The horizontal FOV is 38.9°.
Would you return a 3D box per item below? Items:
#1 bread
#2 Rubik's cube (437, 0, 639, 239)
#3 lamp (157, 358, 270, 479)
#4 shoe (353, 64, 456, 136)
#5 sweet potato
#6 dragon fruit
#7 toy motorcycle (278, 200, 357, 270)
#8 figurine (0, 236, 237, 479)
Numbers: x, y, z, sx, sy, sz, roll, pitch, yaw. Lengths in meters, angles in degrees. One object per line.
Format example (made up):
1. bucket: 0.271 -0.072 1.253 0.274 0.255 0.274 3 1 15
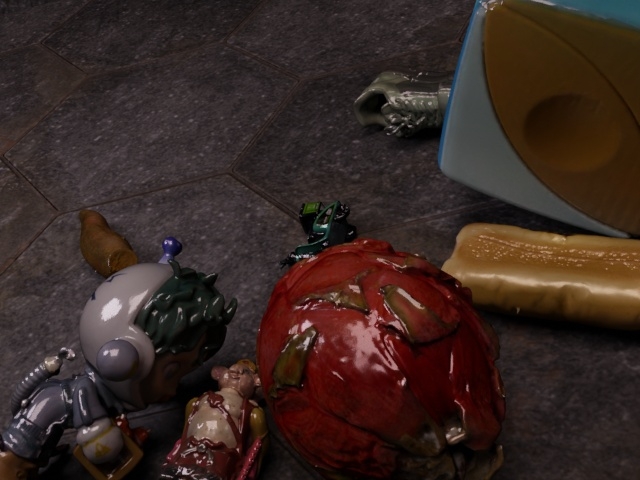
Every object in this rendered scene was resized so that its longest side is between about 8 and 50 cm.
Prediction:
1. bread: 0.312 0.051 1.211 0.305 0.091 0.142 8 49 28
2. Rubik's cube: 0.386 -0.255 1.301 0.352 0.347 0.352 16 47 9
3. lamp: -0.113 0.227 1.125 0.118 0.118 0.253 4 42 24
4. shoe: 0.185 -0.225 1.606 0.292 0.109 0.149 20 54 41
5. sweet potato: -0.362 0.011 1.528 0.077 0.077 0.243 -28 30 -16
6. dragon fruit: 0.065 0.144 1.041 0.277 0.278 0.343 -15 32 0
7. toy motorcycle: 0.000 0.000 1.420 0.100 0.058 0.173 -9 36 20
8. figurine: -0.262 0.178 1.148 0.382 0.186 0.261 -50 7 -12
